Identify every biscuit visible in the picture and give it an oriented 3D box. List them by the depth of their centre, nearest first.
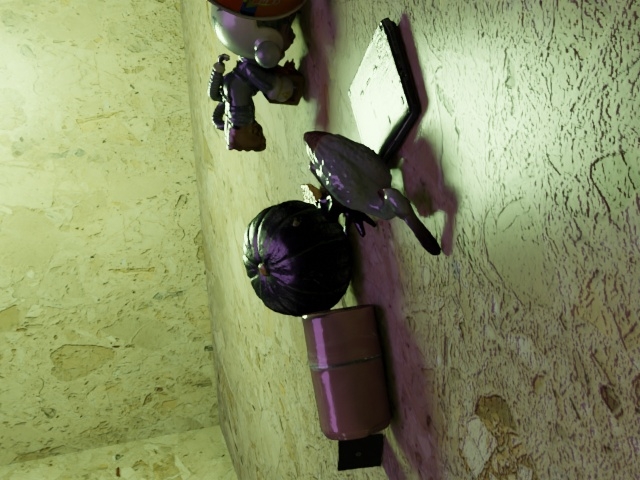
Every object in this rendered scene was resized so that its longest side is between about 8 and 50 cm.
[{"bbox_3d":[0.001,0.000,1.706,0.144,0.033,0.224,-165,68,-70],"label":"biscuit"}]

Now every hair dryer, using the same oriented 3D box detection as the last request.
[{"bbox_3d":[0.037,0.224,1.577,0.352,0.125,0.210,148,112,-85],"label":"hair dryer"}]

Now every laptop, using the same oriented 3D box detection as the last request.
[{"bbox_3d":[0.088,-0.204,1.270,0.207,0.026,0.154,121,139,-68],"label":"laptop"}]

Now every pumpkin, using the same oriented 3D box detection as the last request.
[{"bbox_3d":[-0.043,0.035,1.583,0.220,0.161,0.221,22,119,47],"label":"pumpkin"}]

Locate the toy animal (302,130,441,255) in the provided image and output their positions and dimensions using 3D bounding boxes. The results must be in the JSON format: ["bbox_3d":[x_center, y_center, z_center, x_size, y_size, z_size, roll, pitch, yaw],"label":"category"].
[{"bbox_3d":[0.062,-0.082,1.283,0.195,0.090,0.324,54,167,-16],"label":"toy animal"}]

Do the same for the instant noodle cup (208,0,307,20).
[{"bbox_3d":[-0.094,-0.520,1.424,0.192,0.250,0.250,130,131,-59],"label":"instant noodle cup"}]

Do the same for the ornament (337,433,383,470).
[{"bbox_3d":[0.045,0.328,1.615,0.203,0.081,0.088,-117,24,-52],"label":"ornament"}]

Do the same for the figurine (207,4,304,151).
[{"bbox_3d":[-0.121,-0.367,1.702,0.261,0.186,0.382,-130,39,-54],"label":"figurine"}]
